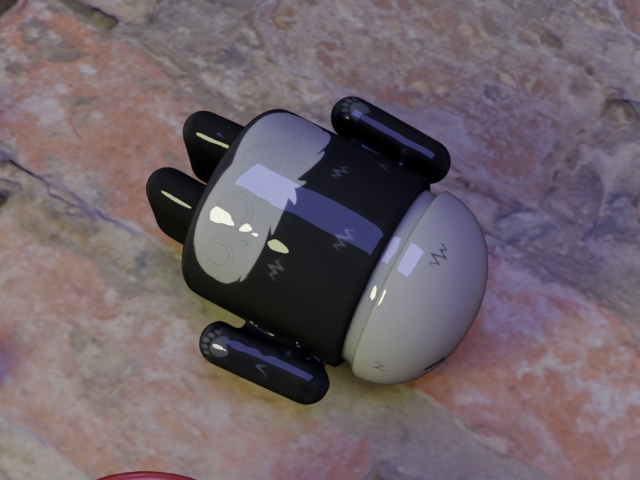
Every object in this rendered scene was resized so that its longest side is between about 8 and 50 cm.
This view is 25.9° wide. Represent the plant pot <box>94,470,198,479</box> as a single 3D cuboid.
[{"bbox_3d":[-0.118,0.274,0.930,0.191,0.174,0.191,4,57,-5],"label":"plant pot"}]

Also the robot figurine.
[{"bbox_3d":[-0.001,0.002,1.124,0.278,0.209,0.173,27,22,10],"label":"robot figurine"}]
